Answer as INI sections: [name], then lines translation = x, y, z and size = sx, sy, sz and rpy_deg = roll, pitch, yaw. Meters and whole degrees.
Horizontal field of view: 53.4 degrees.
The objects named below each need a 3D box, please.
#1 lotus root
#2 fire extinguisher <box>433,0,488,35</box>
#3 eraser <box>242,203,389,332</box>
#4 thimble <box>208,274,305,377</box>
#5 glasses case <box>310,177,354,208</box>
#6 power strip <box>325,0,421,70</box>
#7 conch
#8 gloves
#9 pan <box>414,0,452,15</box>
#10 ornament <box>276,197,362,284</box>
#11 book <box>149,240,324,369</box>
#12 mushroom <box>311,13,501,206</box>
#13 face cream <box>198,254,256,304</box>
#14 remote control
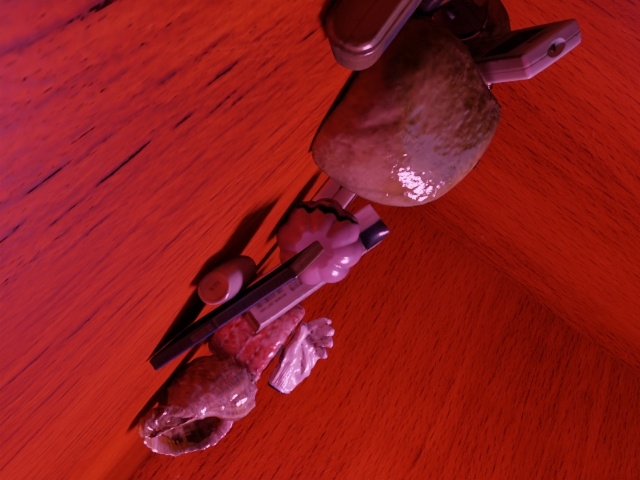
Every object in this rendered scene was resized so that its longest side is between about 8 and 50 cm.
[lotus root]
translation = 0.323, -0.400, 1.319
size = 0.154, 0.154, 0.278
rpy_deg = 123, -21, -58
[fire extinguisher]
translation = 0.252, -0.401, 1.116
size = 0.105, 0.105, 0.269
rpy_deg = -54, 178, 19
[eraser]
translation = -0.018, 0.060, 1.500
size = 0.404, 0.098, 0.096
rpy_deg = -34, 172, -25
[thimble]
translation = -0.158, 0.215, 1.574
size = 0.239, 0.162, 0.239
rpy_deg = -55, 175, -7
[glasses case]
translation = 0.076, -0.158, 1.625
size = 0.336, 0.076, 0.144
rpy_deg = -52, 178, -26
[power strip]
translation = 0.136, -0.315, 0.552
size = 0.387, 0.066, 0.092
rpy_deg = -54, 180, 6
[conch]
translation = -0.271, 0.348, 1.402
size = 0.291, 0.159, 0.210
rpy_deg = -5, 140, -33
[gloves]
translation = -0.049, 0.281, 1.581
size = 0.229, 0.119, 0.097
rpy_deg = -48, -139, 11
[pan]
translation = 0.187, -0.369, 0.924
size = 0.115, 0.040, 0.212
rpy_deg = -34, -170, 22
[ornament]
translation = 0.000, 0.000, 1.293
size = 0.177, 0.177, 0.177
rpy_deg = -53, 178, -3
[book]
translation = -0.123, 0.096, 0.988
size = 0.269, 0.025, 0.191
rpy_deg = -34, -177, 15
[mushroom]
translation = 0.158, -0.194, 0.947
size = 0.292, 0.217, 0.212
rpy_deg = -52, 173, -19
[face cream]
translation = -0.132, 0.056, 0.921
size = 0.072, 0.051, 0.182
rpy_deg = -46, 180, 6
[remote control]
translation = 0.266, -0.313, 1.106
size = 0.145, 0.050, 0.344
rpy_deg = -36, -156, -24
